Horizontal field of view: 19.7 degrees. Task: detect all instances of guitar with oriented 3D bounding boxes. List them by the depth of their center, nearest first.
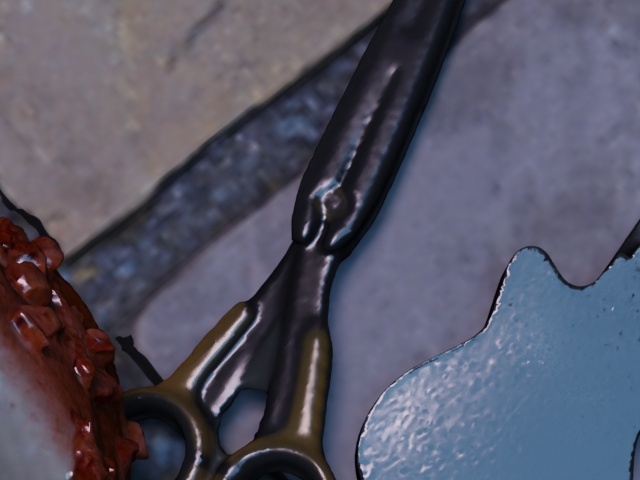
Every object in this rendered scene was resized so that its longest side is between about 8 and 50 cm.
[{"bbox_3d":[0.101,0.009,0.587,0.088,0.025,0.233,34,81,6],"label":"guitar"}]

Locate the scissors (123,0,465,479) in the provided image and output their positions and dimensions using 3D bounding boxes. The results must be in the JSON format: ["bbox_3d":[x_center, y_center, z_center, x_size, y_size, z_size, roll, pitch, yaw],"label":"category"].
[{"bbox_3d":[0.000,0.000,0.580,0.088,0.017,0.220,20,76,19],"label":"scissors"}]

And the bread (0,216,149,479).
[{"bbox_3d":[-0.155,0.080,0.510,0.224,0.142,0.212,18,95,-2],"label":"bread"}]
